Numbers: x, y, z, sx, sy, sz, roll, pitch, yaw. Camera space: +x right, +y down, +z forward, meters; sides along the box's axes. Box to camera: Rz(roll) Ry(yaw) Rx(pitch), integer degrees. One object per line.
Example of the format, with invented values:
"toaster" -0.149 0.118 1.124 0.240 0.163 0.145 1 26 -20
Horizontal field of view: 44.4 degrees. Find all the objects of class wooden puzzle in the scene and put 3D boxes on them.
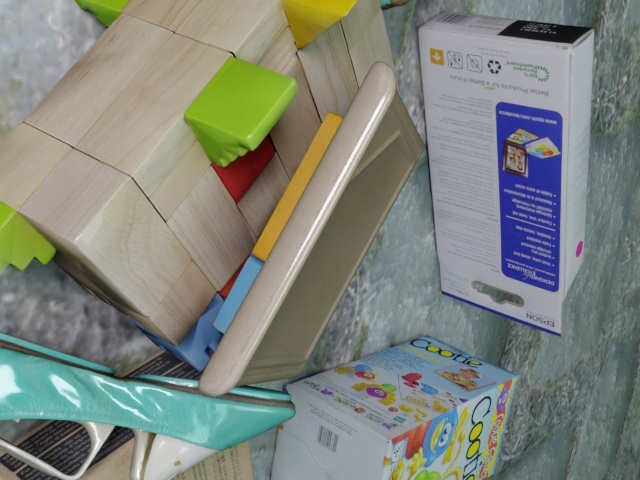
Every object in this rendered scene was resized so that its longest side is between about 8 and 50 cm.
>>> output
"wooden puzzle" 0.000 0.000 0.559 0.221 0.044 0.238 -61 169 1

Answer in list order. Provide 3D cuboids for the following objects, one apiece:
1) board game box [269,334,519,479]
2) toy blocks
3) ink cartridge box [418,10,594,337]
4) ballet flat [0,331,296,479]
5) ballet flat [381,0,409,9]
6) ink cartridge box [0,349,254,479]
"board game box" 0.092 0.224 0.909 0.275 0.144 0.142 -9 113 -49
"toy blocks" -0.061 -0.062 0.586 0.381 0.190 0.261 -55 152 -19
"ink cartridge box" 0.212 -0.068 0.899 0.069 0.175 0.371 -38 133 -36
"ballet flat" -0.141 0.125 0.543 0.247 0.083 0.087 15 76 -17
"ballet flat" 0.107 -0.338 0.685 0.342 0.124 0.116 -61 143 -12
"ink cartridge box" -0.150 0.234 0.657 0.193 0.088 0.235 -30 129 -39
